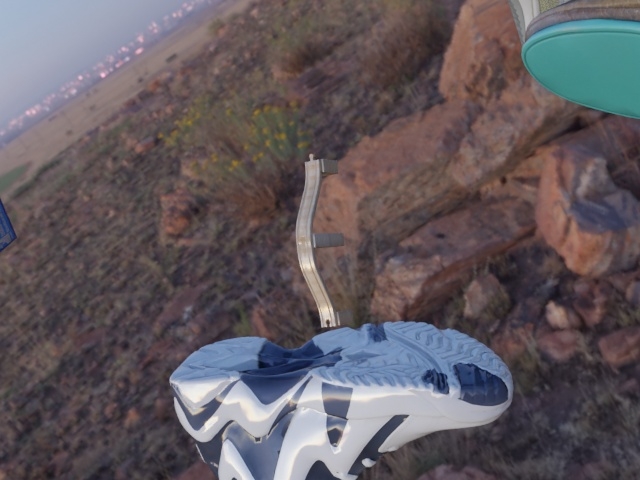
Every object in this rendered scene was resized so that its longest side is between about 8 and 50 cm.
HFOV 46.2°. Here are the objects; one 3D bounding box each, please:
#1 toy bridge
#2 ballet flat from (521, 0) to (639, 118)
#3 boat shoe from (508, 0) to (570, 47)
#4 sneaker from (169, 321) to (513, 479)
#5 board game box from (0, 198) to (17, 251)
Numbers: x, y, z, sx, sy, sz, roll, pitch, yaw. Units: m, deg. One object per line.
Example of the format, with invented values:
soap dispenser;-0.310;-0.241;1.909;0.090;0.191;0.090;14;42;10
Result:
toy bridge;0.000;0.000;0.807;0.026;0.188;0.063;-7;-2;35
ballet flat;0.263;-0.136;0.447;0.124;0.116;0.342;-52;22;-2
boat shoe;0.251;-0.262;0.773;0.103;0.320;0.118;-11;61;23
sneaker;0.018;0.145;0.508;0.235;0.153;0.094;-8;17;18
board game box;-0.429;0.009;0.632;0.318;0.066;0.318;-48;-12;-27
